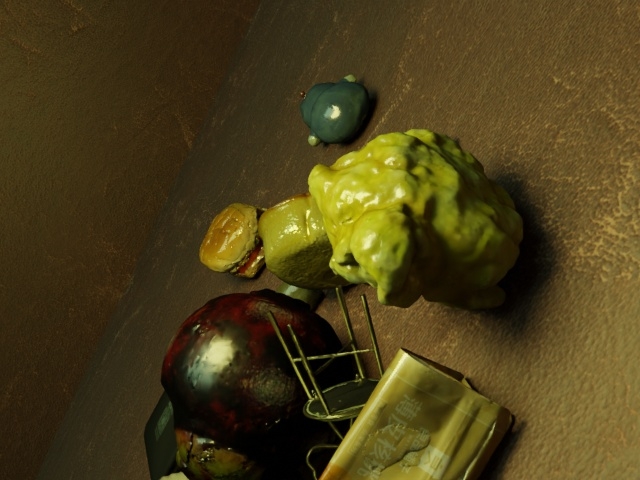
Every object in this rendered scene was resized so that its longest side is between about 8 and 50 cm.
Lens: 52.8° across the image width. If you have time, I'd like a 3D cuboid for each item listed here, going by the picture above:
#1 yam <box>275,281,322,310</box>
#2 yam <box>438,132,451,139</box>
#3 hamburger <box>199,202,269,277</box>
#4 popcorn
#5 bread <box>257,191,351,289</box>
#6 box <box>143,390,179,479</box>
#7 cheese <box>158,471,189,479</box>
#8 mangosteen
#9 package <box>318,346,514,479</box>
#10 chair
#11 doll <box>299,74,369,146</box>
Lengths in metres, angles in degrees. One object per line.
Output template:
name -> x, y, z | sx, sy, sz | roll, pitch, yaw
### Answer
yam -> -0.099, 0.198, 1.574 | 0.259, 0.106, 0.106 | -56, 28, 13
yam -> 0.172, -0.167, 1.447 | 0.317, 0.067, 0.071 | -18, 64, 56
hamburger -> -0.238, -0.005, 1.918 | 0.244, 0.163, 0.244 | -43, 32, 35
popcorn -> 0.166, -0.032, 1.043 | 0.292, 0.334, 0.294 | -158, 64, -69
bread -> 0.000, 0.000, 1.396 | 0.270, 0.270, 0.148 | -40, 43, 38
box -> -0.423, 0.532, 1.878 | 0.289, 0.073, 0.290 | -60, 28, 8
cheese -> -0.318, 0.698, 1.467 | 0.332, 0.153, 0.292 | -50, 30, 28
mangosteen -> -0.112, 0.305, 1.254 | 0.381, 0.381, 0.421 | -7, 94, 59
package -> 0.138, 0.343, 0.944 | 0.165, 0.221, 0.311 | 33, 92, 44
chair -> 0.039, 0.247, 1.030 | 0.170, 0.159, 0.326 | -174, 66, -73
doll -> 0.042, -0.358, 1.775 | 0.228, 0.154, 0.258 | -58, 34, 3
